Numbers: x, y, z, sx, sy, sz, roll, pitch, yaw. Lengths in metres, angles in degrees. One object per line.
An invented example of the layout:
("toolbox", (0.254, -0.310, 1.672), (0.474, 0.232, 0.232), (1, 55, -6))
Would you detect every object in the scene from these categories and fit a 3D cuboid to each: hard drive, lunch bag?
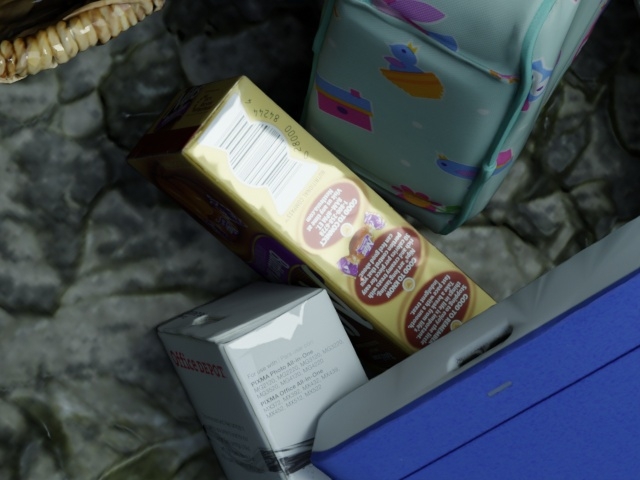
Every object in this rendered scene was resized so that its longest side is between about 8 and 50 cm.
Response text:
("hard drive", (0.182, 0.136, 0.874), (0.319, 0.210, 0.040), (40, 37, -22))
("lunch bag", (0.087, -0.139, 0.891), (0.108, 0.279, 0.224), (30, 70, 5))

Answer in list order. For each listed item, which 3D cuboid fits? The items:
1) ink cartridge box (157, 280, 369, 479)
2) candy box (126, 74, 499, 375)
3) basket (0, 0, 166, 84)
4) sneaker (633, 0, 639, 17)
("ink cartridge box", (-0.011, 0.098, 0.945), (0.063, 0.109, 0.150), (-28, 100, -18))
("candy box", (0.000, 0.000, 0.948), (0.187, 0.109, 0.053), (40, 78, -15))
("basket", (-0.187, -0.163, 0.815), (0.299, 0.223, 0.213), (-10, 97, -22))
("sneaker", (0.246, -0.068, 0.913), (0.158, 0.182, 0.410), (-23, 64, 3))
